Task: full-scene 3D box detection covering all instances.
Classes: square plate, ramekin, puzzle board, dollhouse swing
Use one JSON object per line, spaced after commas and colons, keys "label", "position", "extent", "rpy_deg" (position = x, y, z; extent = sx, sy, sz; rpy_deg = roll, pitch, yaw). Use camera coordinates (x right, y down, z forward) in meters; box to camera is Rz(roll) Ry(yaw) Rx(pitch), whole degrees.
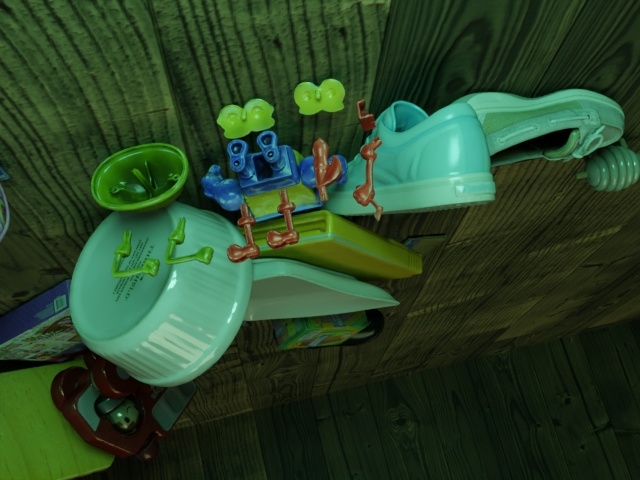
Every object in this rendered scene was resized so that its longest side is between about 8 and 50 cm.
{"label": "square plate", "position": [-0.095, 0.087, 1.250], "extent": [0.347, 0.049, 0.344], "rpy_deg": [-10, 163, 33]}
{"label": "ramekin", "position": [-0.238, 0.062, 1.055], "extent": [0.272, 0.273, 0.127], "rpy_deg": [-24, 145, 25]}
{"label": "puzzle board", "position": [0.200, 0.018, 1.588], "extent": [0.096, 0.011, 0.128], "rpy_deg": [-3, 157, -26]}
{"label": "dollhouse swing", "position": [-0.649, 0.413, 1.626], "extent": [0.346, 0.315, 0.305], "rpy_deg": [-5, 153, -39]}

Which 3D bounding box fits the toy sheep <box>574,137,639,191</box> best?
{"label": "toy sheep", "position": [0.507, -0.127, 1.297], "extent": [0.132, 0.091, 0.091], "rpy_deg": [-13, 160, -2]}

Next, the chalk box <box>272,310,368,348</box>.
{"label": "chalk box", "position": [-0.027, 0.154, 1.614], "extent": [0.213, 0.132, 0.132], "rpy_deg": [-1, 156, -33]}

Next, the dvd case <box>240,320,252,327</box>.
{"label": "dvd case", "position": [-0.280, 0.202, 1.736], "extent": [0.221, 0.018, 0.164], "rpy_deg": [-15, 161, 0]}

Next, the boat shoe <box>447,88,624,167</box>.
{"label": "boat shoe", "position": [0.319, -0.151, 1.081], "extent": [0.320, 0.103, 0.118], "rpy_deg": [-3, 157, -28]}

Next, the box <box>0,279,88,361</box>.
{"label": "box", "position": [-0.493, 0.162, 1.423], "extent": [0.293, 0.057, 0.201], "rpy_deg": [-26, 157, 28]}

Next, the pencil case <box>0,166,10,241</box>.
{"label": "pencil case", "position": [-0.512, -0.011, 0.874], "extent": [0.284, 0.124, 0.124], "rpy_deg": [-19, 160, 11]}

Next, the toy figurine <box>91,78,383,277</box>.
{"label": "toy figurine", "position": [-0.084, -0.048, 0.977], "extent": [0.362, 0.191, 0.217], "rpy_deg": [-16, 165, 7]}

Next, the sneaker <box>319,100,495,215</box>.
{"label": "sneaker", "position": [0.110, -0.112, 1.032], "extent": [0.135, 0.150, 0.366], "rpy_deg": [-3, -179, -31]}

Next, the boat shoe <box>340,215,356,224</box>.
{"label": "boat shoe", "position": [0.000, 0.000, 1.331], "extent": [0.072, 0.068, 0.190], "rpy_deg": [9, 152, -20]}

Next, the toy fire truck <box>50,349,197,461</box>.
{"label": "toy fire truck", "position": [-0.392, 0.317, 1.547], "extent": [0.169, 0.254, 0.302], "rpy_deg": [-26, -162, 28]}

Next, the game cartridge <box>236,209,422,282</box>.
{"label": "game cartridge", "position": [-0.020, 0.027, 1.223], "extent": [0.285, 0.053, 0.323], "rpy_deg": [-9, 165, 30]}

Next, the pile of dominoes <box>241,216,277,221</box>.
{"label": "pile of dominoes", "position": [-0.119, 0.010, 1.317], "extent": [0.195, 0.040, 0.251], "rpy_deg": [1, 162, -16]}

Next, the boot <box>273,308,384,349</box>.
{"label": "boot", "position": [0.023, 0.224, 1.889], "extent": [0.246, 0.094, 0.207], "rpy_deg": [-14, 165, 17]}

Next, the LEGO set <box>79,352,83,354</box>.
{"label": "LEGO set", "position": [-0.565, 0.252, 1.677], "extent": [0.054, 0.024, 0.083], "rpy_deg": [-15, 173, 7]}
